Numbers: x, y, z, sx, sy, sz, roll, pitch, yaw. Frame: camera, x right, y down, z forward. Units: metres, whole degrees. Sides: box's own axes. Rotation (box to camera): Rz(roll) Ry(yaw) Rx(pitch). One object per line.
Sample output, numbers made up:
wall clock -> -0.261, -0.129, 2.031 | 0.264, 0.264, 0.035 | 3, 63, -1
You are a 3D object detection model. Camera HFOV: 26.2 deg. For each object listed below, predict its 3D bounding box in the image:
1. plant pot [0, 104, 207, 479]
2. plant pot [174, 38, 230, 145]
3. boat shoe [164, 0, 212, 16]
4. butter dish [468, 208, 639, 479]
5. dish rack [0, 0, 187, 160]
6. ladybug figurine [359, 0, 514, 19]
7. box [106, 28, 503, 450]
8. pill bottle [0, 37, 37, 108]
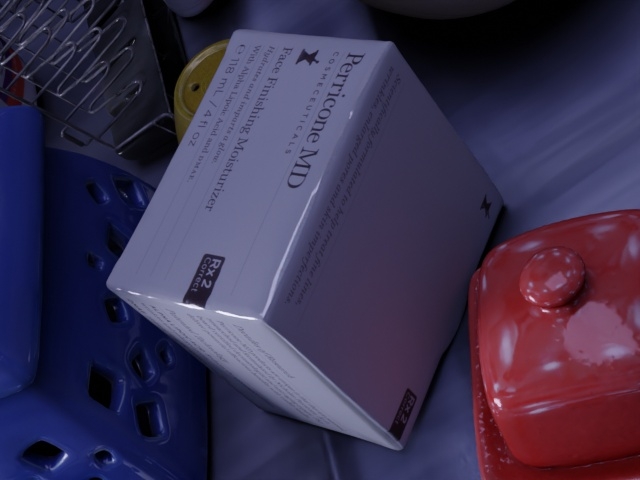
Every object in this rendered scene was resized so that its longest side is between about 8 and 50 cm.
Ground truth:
plant pot -> -0.225, 0.061, 0.889 | 0.236, 0.212, 0.236 | -19, 54, 19
plant pot -> -0.048, -0.086, 0.955 | 0.134, 0.095, 0.134 | -15, 54, 21
boat shoe -> -0.081, -0.303, 1.120 | 0.095, 0.084, 0.258 | 21, 73, 14
butter dish -> 0.142, 0.044, 0.745 | 0.160, 0.118, 0.160 | -14, 54, 22
dish rack -> -0.221, -0.181, 1.014 | 0.074, 0.271, 0.208 | -40, 47, 23
ladybug figurine -> 0.097, -0.333, 0.983 | 0.305, 0.162, 0.449 | -9, 57, 24
box -> 0.000, 0.000, 0.814 | 0.119, 0.182, 0.181 | 10, 66, 35
pill bottle -> -0.374, -0.156, 1.042 | 0.182, 0.323, 0.181 | -15, 54, 22
